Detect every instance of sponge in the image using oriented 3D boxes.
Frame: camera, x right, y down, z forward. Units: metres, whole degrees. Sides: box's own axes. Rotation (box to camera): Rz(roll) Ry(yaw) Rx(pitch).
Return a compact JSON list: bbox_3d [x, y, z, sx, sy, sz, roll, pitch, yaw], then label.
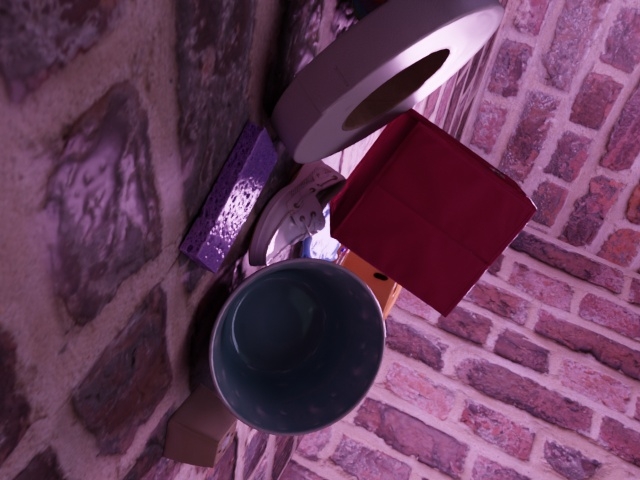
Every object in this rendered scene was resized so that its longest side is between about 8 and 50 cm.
[{"bbox_3d":[-0.129,-0.059,1.047,0.210,0.031,0.117,-64,167,-10],"label":"sponge"}]

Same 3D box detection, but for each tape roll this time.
[{"bbox_3d":[0.099,-0.255,1.093,0.392,0.072,0.392,-33,175,-3],"label":"tape roll"}]

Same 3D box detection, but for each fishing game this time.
[{"bbox_3d":[0.000,0.000,1.622,0.189,0.041,0.264,-61,152,-18],"label":"fishing game"}]

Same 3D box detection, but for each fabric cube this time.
[{"bbox_3d":[0.192,-0.067,1.321,0.259,0.258,0.254,-52,-171,16],"label":"fabric cube"}]

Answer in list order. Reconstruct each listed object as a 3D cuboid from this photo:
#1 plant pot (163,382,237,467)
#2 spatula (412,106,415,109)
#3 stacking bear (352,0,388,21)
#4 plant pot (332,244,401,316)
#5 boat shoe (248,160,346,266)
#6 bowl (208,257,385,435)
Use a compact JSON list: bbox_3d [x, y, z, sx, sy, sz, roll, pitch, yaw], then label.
[{"bbox_3d":[-0.215,0.352,1.317,0.109,0.096,0.109,-48,160,-52],"label":"plant pot"},{"bbox_3d":[0.257,-0.383,2.002,0.296,0.030,0.084,-63,166,-8],"label":"spatula"},{"bbox_3d":[0.131,-0.403,1.198,0.164,0.175,0.289,-61,175,-5],"label":"stacking bear"},{"bbox_3d":[0.114,0.092,1.921,0.291,0.203,0.291,-60,165,-26],"label":"plant pot"},{"bbox_3d":[-0.034,-0.049,1.297,0.277,0.096,0.098,-56,164,-36],"label":"boat shoe"},{"bbox_3d":[-0.058,0.166,1.264,0.311,0.311,0.163,-66,-158,3],"label":"bowl"}]
